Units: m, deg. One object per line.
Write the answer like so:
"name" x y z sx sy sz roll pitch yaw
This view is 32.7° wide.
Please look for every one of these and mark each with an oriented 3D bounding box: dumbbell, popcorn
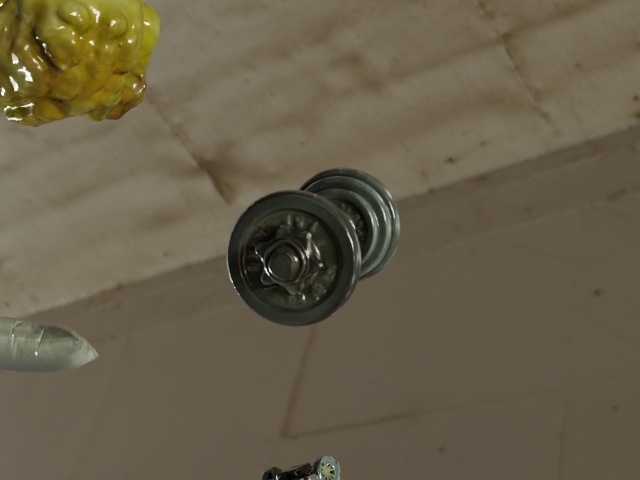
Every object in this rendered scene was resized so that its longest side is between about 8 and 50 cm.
"dumbbell" 0.000 0.000 1.499 0.179 0.179 0.406 -28 -179 16
"popcorn" -0.207 -0.179 0.869 0.156 0.197 0.197 -6 -162 -19

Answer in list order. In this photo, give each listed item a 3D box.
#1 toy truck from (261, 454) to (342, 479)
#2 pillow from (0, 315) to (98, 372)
"toy truck" -0.064 0.357 1.312 0.108 0.140 0.257 -21 173 34
"pillow" -0.482 0.159 1.703 0.144 0.254 0.078 104 -8 -69
